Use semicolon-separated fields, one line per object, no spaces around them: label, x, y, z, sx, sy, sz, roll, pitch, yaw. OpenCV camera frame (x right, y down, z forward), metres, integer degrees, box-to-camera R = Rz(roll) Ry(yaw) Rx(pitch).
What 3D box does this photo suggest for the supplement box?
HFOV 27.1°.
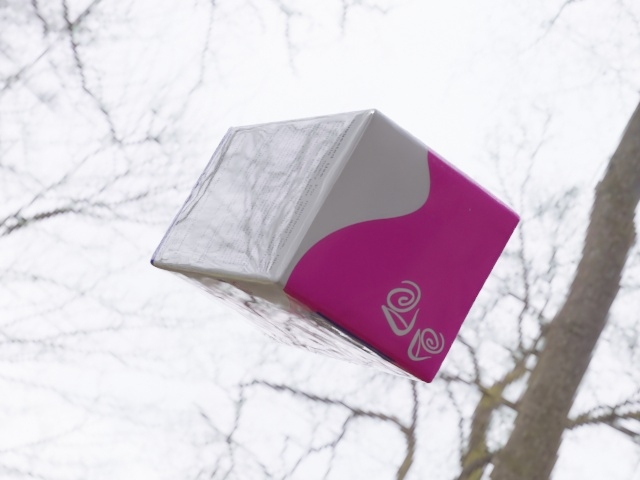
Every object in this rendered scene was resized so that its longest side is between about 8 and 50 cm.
supplement box;0.000;0.000;0.791;0.111;0.114;0.220;34;-13;-21
